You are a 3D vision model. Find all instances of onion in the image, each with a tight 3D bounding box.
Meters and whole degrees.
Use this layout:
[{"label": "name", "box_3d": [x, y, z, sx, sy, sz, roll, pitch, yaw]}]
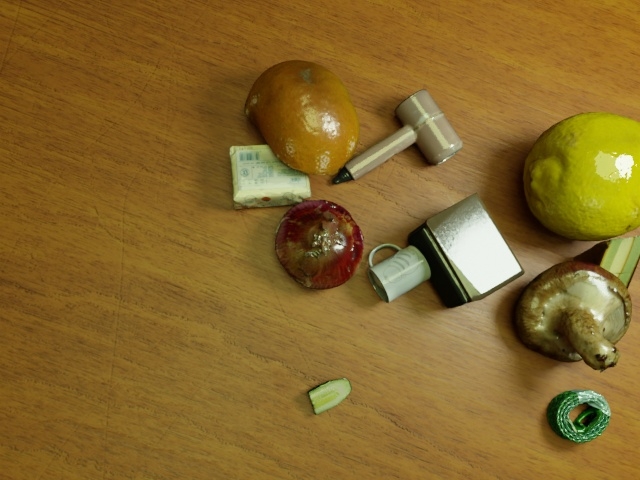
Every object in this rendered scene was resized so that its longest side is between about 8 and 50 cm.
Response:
[{"label": "onion", "box_3d": [0.000, 0.000, 1.443, 0.230, 0.163, 0.229, 1, 71, -2]}]

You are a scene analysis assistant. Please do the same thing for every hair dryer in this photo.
[{"label": "hair dryer", "box_3d": [0.188, -0.231, 1.557, 0.344, 0.107, 0.189, -33, 86, -2]}]

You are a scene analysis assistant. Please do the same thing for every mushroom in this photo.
[{"label": "mushroom", "box_3d": [0.634, 0.175, 1.440, 0.267, 0.254, 0.267, 2, 82, -18]}]

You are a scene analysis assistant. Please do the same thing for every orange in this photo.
[{"label": "orange", "box_3d": [-0.044, -0.323, 1.488, 0.274, 0.310, 0.274, -12, 118, -24]}]

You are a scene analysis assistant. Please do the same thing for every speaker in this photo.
[{"label": "speaker", "box_3d": [0.359, 0.031, 1.477, 0.193, 0.153, 0.230, -27, 83, -15]}]

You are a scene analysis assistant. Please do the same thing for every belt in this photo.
[{"label": "belt", "box_3d": [0.650, 0.434, 1.469, 0.151, 0.079, 0.121, -25, 82, -11]}]

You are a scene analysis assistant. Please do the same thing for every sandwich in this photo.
[{"label": "sandwich", "box_3d": [0.752, 0.081, 1.503, 0.117, 0.187, 0.144, -8, 74, -7]}]

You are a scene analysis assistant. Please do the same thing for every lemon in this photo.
[{"label": "lemon", "box_3d": [0.683, -0.158, 1.470, 0.348, 0.348, 0.347, 1, 79, -6]}]

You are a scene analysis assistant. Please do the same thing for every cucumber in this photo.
[{"label": "cucumber", "box_3d": [0.023, 0.370, 1.435, 0.107, 0.035, 0.067, -22, 100, -11]}]

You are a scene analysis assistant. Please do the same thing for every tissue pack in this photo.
[{"label": "tissue pack", "box_3d": [-0.127, -0.163, 1.496, 0.196, 0.092, 0.148, -4, 76, -7]}]

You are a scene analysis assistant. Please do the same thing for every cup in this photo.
[{"label": "cup", "box_3d": [0.187, 0.068, 1.480, 0.133, 0.099, 0.136, -28, 87, -10]}]
